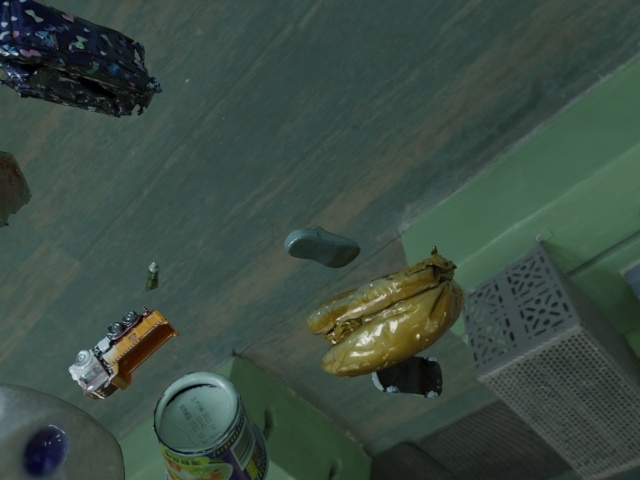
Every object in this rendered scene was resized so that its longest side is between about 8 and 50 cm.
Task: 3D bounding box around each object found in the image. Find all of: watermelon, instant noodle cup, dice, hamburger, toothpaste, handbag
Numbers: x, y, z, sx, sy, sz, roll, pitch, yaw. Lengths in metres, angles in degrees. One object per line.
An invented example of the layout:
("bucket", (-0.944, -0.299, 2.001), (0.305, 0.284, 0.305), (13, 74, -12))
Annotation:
("watermelon", (-0.896, -0.127, 1.341), (0.180, 0.305, 0.224), (41, 97, -23))
("instant noodle cup", (-0.270, 0.482, 1.189), (0.283, 0.284, 0.313), (5, 135, 5))
("dice", (-0.458, 0.374, 0.687), (0.243, 0.259, 0.251), (-11, 129, 26))
("hamburger", (0.128, 0.135, 0.895), (0.318, 0.318, 0.158), (-33, 77, 24))
("toothpaste", (-0.567, 0.124, 1.669), (0.049, 0.032, 0.204), (-18, 159, -29))
("handbag", (-0.408, -0.292, 0.822), (0.260, 0.162, 0.113), (5, 139, -45))

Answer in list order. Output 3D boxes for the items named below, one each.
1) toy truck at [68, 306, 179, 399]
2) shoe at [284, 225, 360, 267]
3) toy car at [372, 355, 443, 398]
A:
("toy truck", (-0.528, 0.302, 1.336), (0.135, 0.270, 0.114), (37, 158, 26))
("shoe", (0.000, 0.000, 0.989), (0.195, 0.078, 0.079), (10, 134, -47))
("toy car", (0.200, 0.310, 1.140), (0.204, 0.096, 0.056), (14, 155, -24))
